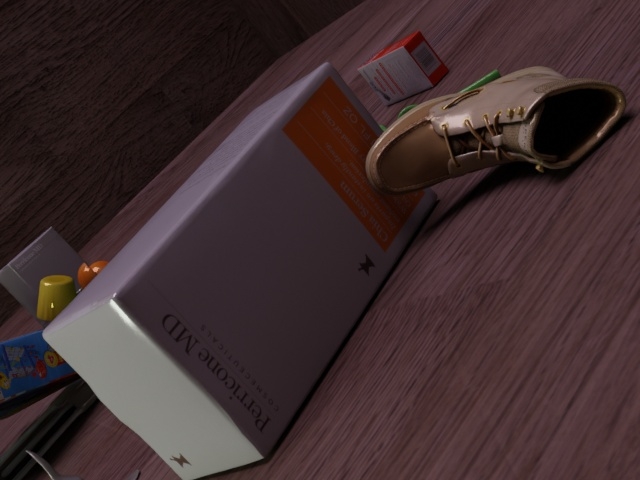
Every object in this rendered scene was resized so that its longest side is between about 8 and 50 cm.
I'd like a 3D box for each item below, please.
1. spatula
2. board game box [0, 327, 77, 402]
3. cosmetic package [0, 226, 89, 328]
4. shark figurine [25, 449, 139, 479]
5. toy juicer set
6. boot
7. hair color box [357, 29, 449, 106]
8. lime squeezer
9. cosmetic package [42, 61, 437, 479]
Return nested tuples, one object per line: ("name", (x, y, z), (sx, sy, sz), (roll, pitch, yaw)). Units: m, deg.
("spatula", (-0.444, 0.301, 1.744), (0.242, 0.019, 0.168), (-48, 24, -28))
("board game box", (-0.538, 0.241, 1.717), (0.308, 0.086, 0.302), (-29, -6, 30))
("cosmetic package", (-0.497, 0.105, 2.062), (0.107, 0.238, 0.127), (-22, 23, 52))
("shark figurine", (-0.335, 0.305, 1.285), (0.166, 0.116, 0.278), (-48, 17, -31))
("toy juicer set", (-0.277, 0.099, 1.736), (0.329, 0.089, 0.209), (5, 15, 16))
("boot", (0.185, -0.112, 1.170), (0.262, 0.095, 0.203), (-23, 15, -4))
("hair color box", (0.149, -0.311, 1.934), (0.053, 0.093, 0.167), (-46, 15, -25))
("lime squeezer", (0.142, -0.172, 1.644), (0.110, 0.059, 0.310), (-12, -12, -44))
("cosmetic package", (-0.069, 0.021, 1.206), (0.161, 0.230, 0.453), (-26, 21, 46))
